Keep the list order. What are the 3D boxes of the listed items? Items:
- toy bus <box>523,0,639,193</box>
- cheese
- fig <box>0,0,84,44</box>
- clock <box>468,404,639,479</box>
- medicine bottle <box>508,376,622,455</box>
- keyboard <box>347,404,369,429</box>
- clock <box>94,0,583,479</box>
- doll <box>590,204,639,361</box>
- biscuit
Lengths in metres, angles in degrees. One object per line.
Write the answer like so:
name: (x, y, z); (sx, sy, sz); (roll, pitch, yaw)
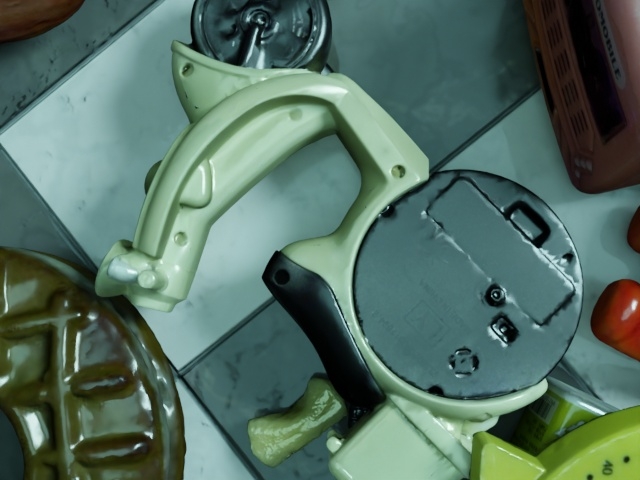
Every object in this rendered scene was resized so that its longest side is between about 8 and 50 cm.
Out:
toy bus: (0.366, -0.173, 0.567); (0.427, 0.233, 0.203); (-14, 88, 4)
cheese: (-0.019, 0.140, 0.683); (0.083, 0.030, 0.044); (-36, 92, -1)
fig: (-0.281, -0.248, 0.624); (0.263, 0.224, 0.224); (-14, 88, 7)
clock: (0.232, 0.247, 0.562); (0.294, 0.071, 0.277); (-4, 96, -4)
medicine bottle: (0.187, 0.213, 0.640); (0.132, 0.088, 0.188); (25, 90, -1)
keyboard: (0.063, 0.052, 0.688); (0.061, 0.013, 0.204); (7, 89, 5)
clock: (0.000, 0.000, 0.633); (0.379, 0.120, 0.276); (42, 87, 6)
doll: (0.369, 0.087, 0.622); (0.337, 0.105, 0.199); (27, 76, 5)
biscuit: (-0.264, 0.160, 0.663); (0.332, 0.103, 0.332); (0, 90, 4)
